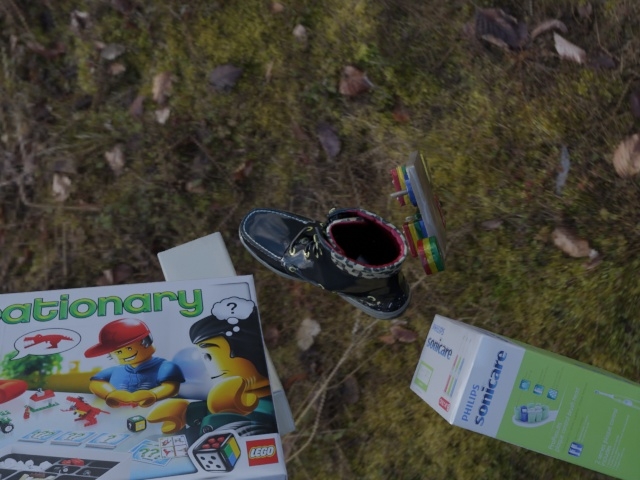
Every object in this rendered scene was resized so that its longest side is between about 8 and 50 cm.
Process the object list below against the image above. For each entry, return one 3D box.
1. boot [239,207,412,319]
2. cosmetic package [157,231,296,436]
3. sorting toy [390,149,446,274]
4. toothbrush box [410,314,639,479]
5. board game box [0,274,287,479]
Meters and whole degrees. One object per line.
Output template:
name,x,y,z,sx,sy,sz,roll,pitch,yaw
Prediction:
boot,0.002,-0.001,0.941,0.236,0.178,0.085,27,74,13
cosmetic package,-0.150,0.159,1.272,0.113,0.160,0.309,-20,56,-8
sorting toy,0.131,-0.048,1.106,0.046,0.274,0.132,-17,102,14
toothbrush box,0.289,0.205,1.068,0.283,0.206,0.122,20,89,-8
board game box,-0.188,0.119,0.582,0.306,0.193,0.053,-4,132,-11
